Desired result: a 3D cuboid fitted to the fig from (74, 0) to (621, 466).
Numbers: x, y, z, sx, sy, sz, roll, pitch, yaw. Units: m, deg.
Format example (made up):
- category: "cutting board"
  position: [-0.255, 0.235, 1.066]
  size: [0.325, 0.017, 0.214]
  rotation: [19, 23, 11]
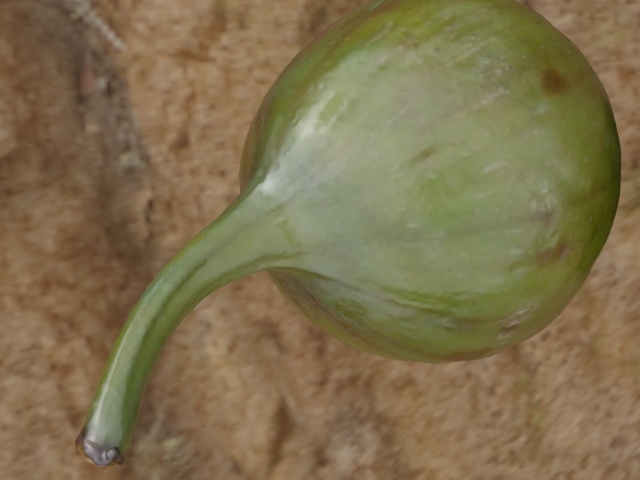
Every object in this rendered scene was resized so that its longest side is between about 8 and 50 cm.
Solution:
- category: "fig"
  position: [0.000, 0.000, 0.695]
  size: [0.149, 0.245, 0.149]
  rotation: [33, 137, 37]
